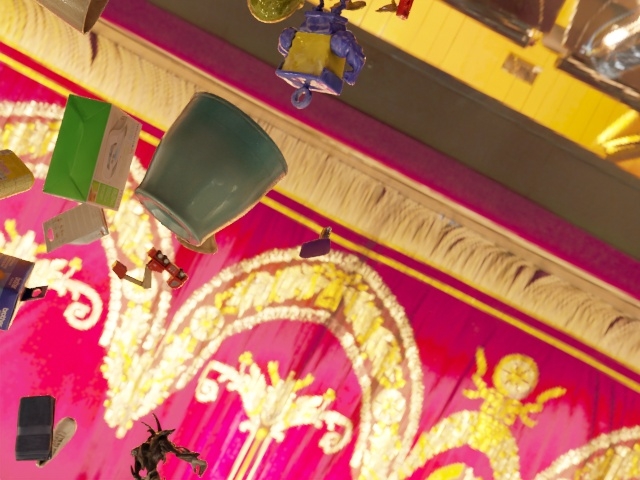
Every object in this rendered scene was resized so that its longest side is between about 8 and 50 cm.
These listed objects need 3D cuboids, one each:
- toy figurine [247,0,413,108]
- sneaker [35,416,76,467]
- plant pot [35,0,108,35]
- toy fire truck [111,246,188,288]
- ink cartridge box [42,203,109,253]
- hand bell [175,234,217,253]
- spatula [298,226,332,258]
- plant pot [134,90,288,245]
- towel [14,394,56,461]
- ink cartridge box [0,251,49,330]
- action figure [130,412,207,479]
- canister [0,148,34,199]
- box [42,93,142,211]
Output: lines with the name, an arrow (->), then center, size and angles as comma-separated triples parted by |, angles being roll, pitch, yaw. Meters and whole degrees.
toy figurine -> -0.042, -0.339, 1.154 | 0.362, 0.217, 0.191 | 18, -175, 35
sneaker -> -0.692, 0.533, 1.779 | 0.053, 0.152, 0.061 | 34, -176, -14
plant pot -> -0.524, -0.572, 1.283 | 0.274, 0.256, 0.256 | 26, -178, -17
toy fire truck -> -0.499, 0.094, 1.992 | 0.192, 0.135, 0.047 | 44, 176, -23
ink cartridge box -> -0.719, -0.035, 1.994 | 0.145, 0.179, 0.045 | 60, 177, 42
hand bell -> -0.305, -0.097, 1.900 | 0.126, 0.242, 0.126 | 23, -162, -8
spatula -> 0.000, 0.000, 1.854 | 0.084, 0.030, 0.296 | -11, -170, 10
plant pot -> -0.253, -0.137, 1.482 | 0.271, 0.255, 0.271 | 33, 162, 12
towel -> -0.537, 0.353, 1.278 | 0.067, 0.119, 0.029 | 0, 164, -8
ink cartridge box -> -1.076, 0.134, 2.137 | 0.395, 0.151, 0.270 | 21, -166, -19
action figure -> -0.362, 0.550, 1.582 | 0.141, 0.164, 0.276 | 36, -149, -45
canister -> -0.805, -0.156, 1.667 | 0.126, 0.073, 0.170 | 48, -153, 0
box -> -0.600, -0.224, 1.800 | 0.127, 0.262, 0.231 | 14, 177, 6
